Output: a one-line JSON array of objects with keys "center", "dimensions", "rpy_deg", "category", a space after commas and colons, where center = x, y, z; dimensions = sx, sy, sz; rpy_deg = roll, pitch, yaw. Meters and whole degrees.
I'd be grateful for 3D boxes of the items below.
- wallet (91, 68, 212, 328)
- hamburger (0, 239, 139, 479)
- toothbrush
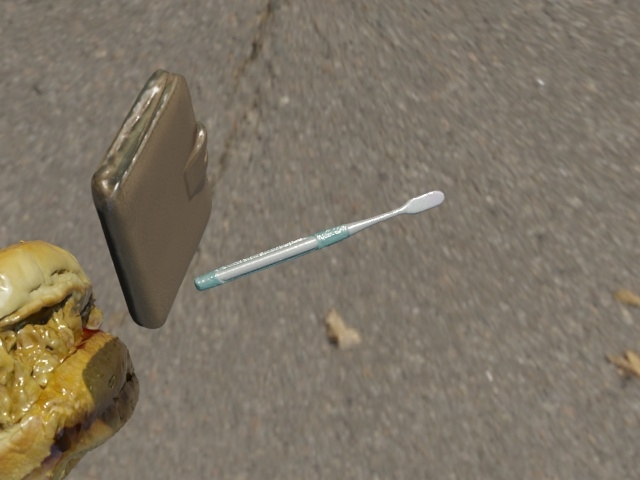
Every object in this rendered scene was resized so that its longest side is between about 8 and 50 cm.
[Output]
[{"center": [-0.107, -0.027, 0.945], "dimensions": [0.039, 0.118, 0.152], "rpy_deg": [14, 145, 17], "category": "wallet"}, {"center": [-0.256, 0.120, 1.109], "dimensions": [0.244, 0.244, 0.163], "rpy_deg": [-38, 96, 8], "category": "hamburger"}, {"center": [0.000, 0.000, 0.918], "dimensions": [0.167, 0.014, 0.011], "rpy_deg": [-20, 87, -9], "category": "toothbrush"}]
